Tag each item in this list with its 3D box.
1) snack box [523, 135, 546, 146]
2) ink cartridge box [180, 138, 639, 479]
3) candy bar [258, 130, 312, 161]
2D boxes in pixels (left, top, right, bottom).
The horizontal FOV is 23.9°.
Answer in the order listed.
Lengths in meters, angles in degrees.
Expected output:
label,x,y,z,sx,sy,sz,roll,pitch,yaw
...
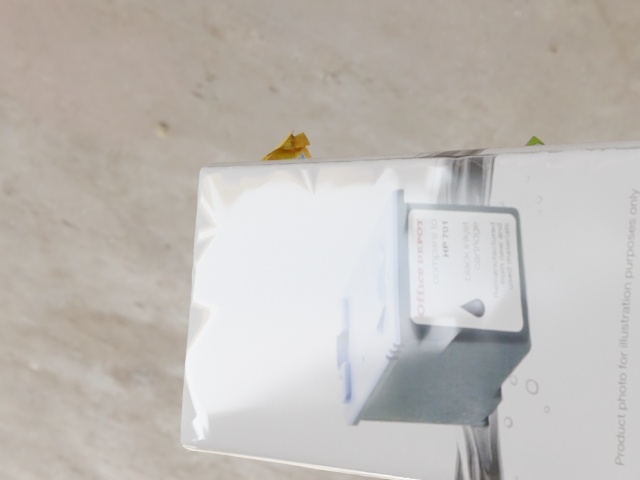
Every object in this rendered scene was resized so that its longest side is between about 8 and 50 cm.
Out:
label,x,y,z,sx,sy,sz,roll,pitch,yaw
snack box,0.148,0.020,0.849,0.141,0.100,0.037,39,137,-1
ink cartridge box,0.078,0.022,0.376,0.139,0.082,0.190,7,173,-44
candy bar,0.000,0.000,0.944,0.018,0.040,0.161,39,158,51
